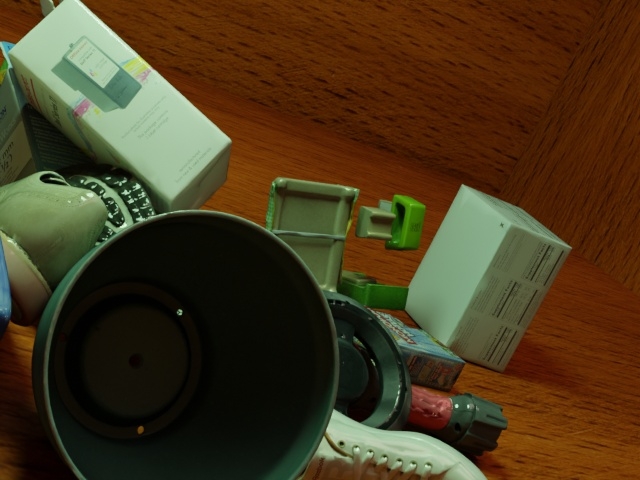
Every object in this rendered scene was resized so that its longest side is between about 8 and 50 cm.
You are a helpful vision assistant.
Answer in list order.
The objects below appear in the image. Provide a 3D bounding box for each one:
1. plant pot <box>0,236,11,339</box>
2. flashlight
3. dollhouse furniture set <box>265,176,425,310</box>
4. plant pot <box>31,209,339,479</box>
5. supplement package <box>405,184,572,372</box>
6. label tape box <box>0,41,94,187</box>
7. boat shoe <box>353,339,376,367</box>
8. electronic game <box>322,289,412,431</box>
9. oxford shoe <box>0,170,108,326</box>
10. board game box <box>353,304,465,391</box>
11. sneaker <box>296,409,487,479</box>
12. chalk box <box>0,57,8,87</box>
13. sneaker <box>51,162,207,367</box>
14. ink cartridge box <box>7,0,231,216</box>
[{"bbox_3d":[-0.405,0.066,0.989,0.236,0.212,0.236,22,14,-24],"label":"plant pot"},{"bbox_3d":[0.113,0.212,1.666,0.304,0.103,0.103,22,20,-19],"label":"flashlight"},{"bbox_3d":[0.000,0.000,2.026,0.302,0.197,0.151,7,6,-33],"label":"dollhouse furniture set"},{"bbox_3d":[-0.156,0.121,1.200,0.293,0.293,0.196,20,-11,-27],"label":"plant pot"},{"bbox_3d":[0.294,0.066,2.219,0.145,0.261,0.204,21,14,-27],"label":"supplement package"},{"bbox_3d":[-0.348,-0.115,1.775,0.249,0.115,0.347,14,37,-40],"label":"label tape box"},{"bbox_3d":[0.008,0.148,1.780,0.228,0.068,0.081,34,15,29],"label":"boat shoe"},{"bbox_3d":[0.018,0.168,1.540,0.229,0.048,0.229,16,55,-25],"label":"electronic game"},{"bbox_3d":[-0.329,-0.001,1.343,0.140,0.146,0.397,56,-20,-22],"label":"oxford shoe"},{"bbox_3d":[0.098,0.159,1.933,0.194,0.060,0.194,13,19,-48],"label":"board game box"},{"bbox_3d":[0.045,0.263,1.370,0.290,0.105,0.123,18,14,15],"label":"sneaker"},{"bbox_3d":[-0.444,-0.209,1.959,0.132,0.213,0.132,33,14,24],"label":"chalk box"},{"bbox_3d":[-0.234,0.063,1.484,0.158,0.182,0.410,-29,54,-30],"label":"sneaker"},{"bbox_3d":[-0.286,-0.182,1.608,0.353,0.119,0.207,43,-13,4],"label":"ink cartridge box"}]
